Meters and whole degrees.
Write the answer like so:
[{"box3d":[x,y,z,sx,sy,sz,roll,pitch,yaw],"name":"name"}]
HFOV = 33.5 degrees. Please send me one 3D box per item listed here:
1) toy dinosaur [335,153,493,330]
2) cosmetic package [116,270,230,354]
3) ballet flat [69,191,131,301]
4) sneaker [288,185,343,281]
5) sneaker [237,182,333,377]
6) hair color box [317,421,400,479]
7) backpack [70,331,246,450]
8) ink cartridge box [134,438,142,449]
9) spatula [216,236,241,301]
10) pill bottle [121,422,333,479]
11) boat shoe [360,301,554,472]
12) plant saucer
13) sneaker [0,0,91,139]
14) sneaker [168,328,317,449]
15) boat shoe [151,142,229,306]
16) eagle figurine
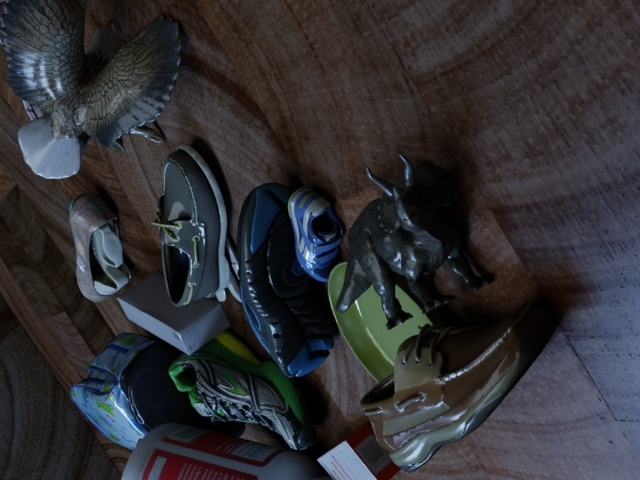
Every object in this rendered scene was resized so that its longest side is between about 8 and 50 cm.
[{"box3d":[0.093,0.007,1.203,0.160,0.121,0.313,66,160,5],"name":"toy dinosaur"},{"box3d":[-0.275,0.132,1.976,0.239,0.099,0.060,21,141,51],"name":"cosmetic package"},{"box3d":[-0.437,0.040,2.144,0.106,0.107,0.316,33,149,25],"name":"ballet flat"},{"box3d":[0.000,0.000,1.391,0.059,0.053,0.144,25,142,44],"name":"sneaker"},{"box3d":[-0.076,0.049,1.501,0.140,0.125,0.340,40,149,39],"name":"sneaker"},{"box3d":[0.062,0.360,1.719,0.093,0.053,0.167,51,153,7],"name":"hair color box"},{"box3d":[-0.362,0.319,2.214,0.290,0.273,0.355,49,172,-28],"name":"backpack"},{"box3d":[-0.317,0.461,2.074,0.056,0.099,0.135,-1,144,25],"name":"ink cartridge box"},{"box3d":[-0.177,-0.002,1.741,0.168,0.019,0.242,4,121,60],"name":"spatula"},{"box3d":[-0.138,0.474,1.907,0.408,0.229,0.229,7,131,30],"name":"pill bottle"},{"box3d":[0.135,0.159,1.210,0.120,0.122,0.324,44,139,6],"name":"boat shoe"},{"box3d":[0.103,0.121,1.376,0.241,0.037,0.241,41,151,29],"name":"plant saucer"},{"box3d":[-0.446,-0.289,1.758,0.162,0.106,0.281,-5,117,58],"name":"sneaker"},{"box3d":[-0.134,0.280,1.854,0.344,0.146,0.134,25,141,45],"name":"sneaker"},{"box3d":[-0.208,-0.015,1.655,0.109,0.091,0.305,40,148,33],"name":"boat shoe"},{"box3d":[-0.333,-0.239,1.530,0.298,0.226,0.225,133,122,-69],"name":"eagle figurine"}]
